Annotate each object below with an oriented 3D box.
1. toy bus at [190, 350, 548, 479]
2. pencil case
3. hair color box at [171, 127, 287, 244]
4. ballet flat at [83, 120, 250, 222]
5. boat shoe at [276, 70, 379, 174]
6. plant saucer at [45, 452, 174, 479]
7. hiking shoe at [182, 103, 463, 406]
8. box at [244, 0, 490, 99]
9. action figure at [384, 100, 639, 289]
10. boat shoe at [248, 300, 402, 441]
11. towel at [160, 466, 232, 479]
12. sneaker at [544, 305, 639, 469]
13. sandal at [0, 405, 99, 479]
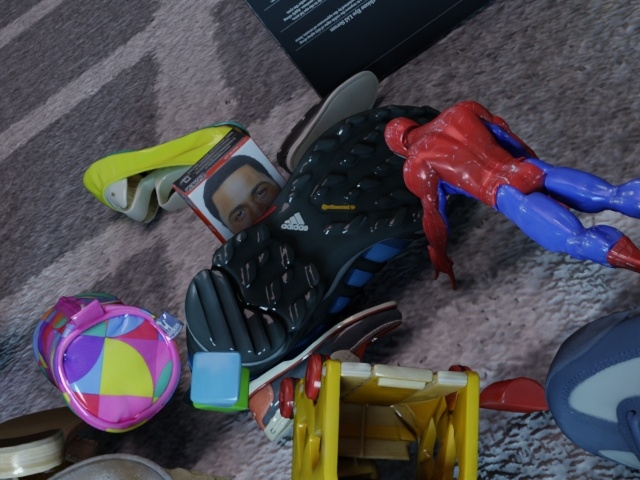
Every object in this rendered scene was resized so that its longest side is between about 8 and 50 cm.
[{"bbox_3d":[0.028,0.132,0.821,0.191,0.202,0.104,-7,72,35],"label":"toy bus"},{"bbox_3d":[-0.178,0.090,1.080,0.104,0.104,0.236,-47,11,-13],"label":"pencil case"},{"bbox_3d":[-0.049,-0.015,1.090,0.072,0.141,0.043,-44,28,-7],"label":"hair color box"},{"bbox_3d":[-0.167,-0.060,1.375,0.231,0.077,0.077,-15,53,35],"label":"ballet flat"},{"bbox_3d":[0.006,-0.114,1.272,0.125,0.046,0.038,-53,35,-7],"label":"boat shoe"},{"bbox_3d":[-0.177,0.288,0.867,0.310,0.050,0.310,-33,35,27],"label":"plant saucer"},{"bbox_3d":[0.000,0.000,1.043,0.304,0.113,0.132,-38,-11,-29],"label":"hiking shoe"},{"bbox_3d":[0.059,-0.280,1.298,0.261,0.184,0.103,-34,27,10],"label":"box"},{"bbox_3d":[0.156,-0.007,0.912,0.280,0.139,0.091,30,68,37],"label":"action figure"},{"bbox_3d":[0.006,0.094,0.976,0.137,0.049,0.043,-35,72,5],"label":"boat shoe"},{"bbox_3d":[-0.132,0.227,0.964,0.110,0.027,0.148,-7,42,46],"label":"towel"},{"bbox_3d":[0.223,0.104,0.630,0.319,0.112,0.131,-5,40,48],"label":"sneaker"},{"bbox_3d":[-0.223,0.187,1.071,0.088,0.079,0.240,-9,0,-2],"label":"sandal"}]
